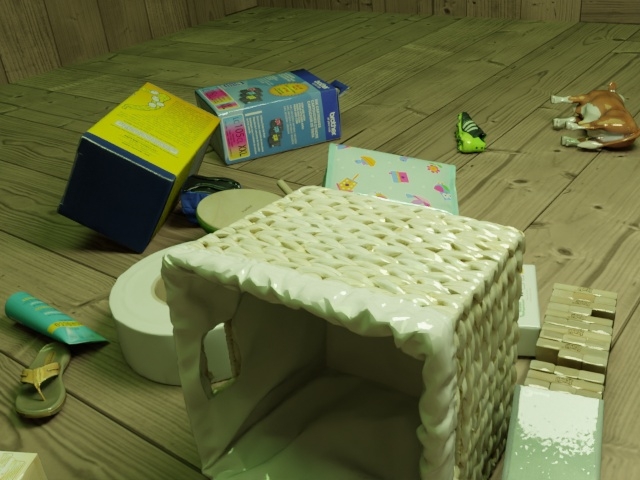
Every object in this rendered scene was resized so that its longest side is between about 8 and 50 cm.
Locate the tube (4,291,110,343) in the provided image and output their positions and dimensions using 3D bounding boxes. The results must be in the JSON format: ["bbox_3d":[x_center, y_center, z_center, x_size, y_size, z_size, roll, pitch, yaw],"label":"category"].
[{"bbox_3d":[-0.451,0.140,1.155,0.207,0.052,0.080,17,11,33],"label":"tube"}]

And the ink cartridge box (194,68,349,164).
[{"bbox_3d":[-0.117,-0.356,1.895,0.396,0.151,0.270,-14,30,-18],"label":"ink cartridge box"}]

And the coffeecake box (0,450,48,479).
[{"bbox_3d":[-0.389,0.302,0.752,0.186,0.142,0.068,0,29,11],"label":"coffeecake box"}]

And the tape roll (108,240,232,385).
[{"bbox_3d":[-0.190,0.106,1.117,0.287,0.100,0.286,-5,28,3],"label":"tape roll"}]

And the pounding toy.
[{"bbox_3d":[-0.125,-0.020,1.337,0.237,0.110,0.183,-16,35,-34],"label":"pounding toy"}]

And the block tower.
[{"bbox_3d":[0.317,0.185,0.883,0.097,0.090,0.335,8,33,26],"label":"block tower"}]

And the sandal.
[{"bbox_3d":[-0.419,0.202,1.037,0.072,0.049,0.180,-9,29,-5],"label":"sandal"}]

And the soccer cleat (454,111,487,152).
[{"bbox_3d":[0.380,-0.271,1.741,0.073,0.060,0.178,6,36,2],"label":"soccer cleat"}]

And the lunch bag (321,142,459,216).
[{"bbox_3d":[0.098,-0.015,1.073,0.224,0.160,0.262,11,43,-2],"label":"lunch bag"}]

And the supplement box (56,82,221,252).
[{"bbox_3d":[-0.380,-0.169,1.487,0.195,0.194,0.356,27,30,-6],"label":"supplement box"}]

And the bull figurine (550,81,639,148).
[{"bbox_3d":[0.681,-0.310,1.704,0.189,0.101,0.310,-5,26,9],"label":"bull figurine"}]

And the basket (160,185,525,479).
[{"bbox_3d":[0.043,0.135,0.786,0.332,0.328,0.266,14,33,33],"label":"basket"}]

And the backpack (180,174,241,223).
[{"bbox_3d":[-0.228,-0.085,1.467,0.120,0.101,0.098,3,33,1],"label":"backpack"}]

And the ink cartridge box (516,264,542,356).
[{"bbox_3d":[0.155,0.099,1.097,0.371,0.069,0.175,3,30,13],"label":"ink cartridge box"}]

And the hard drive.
[{"bbox_3d":[0.244,0.222,0.723,0.094,0.022,0.135,7,50,18],"label":"hard drive"}]
